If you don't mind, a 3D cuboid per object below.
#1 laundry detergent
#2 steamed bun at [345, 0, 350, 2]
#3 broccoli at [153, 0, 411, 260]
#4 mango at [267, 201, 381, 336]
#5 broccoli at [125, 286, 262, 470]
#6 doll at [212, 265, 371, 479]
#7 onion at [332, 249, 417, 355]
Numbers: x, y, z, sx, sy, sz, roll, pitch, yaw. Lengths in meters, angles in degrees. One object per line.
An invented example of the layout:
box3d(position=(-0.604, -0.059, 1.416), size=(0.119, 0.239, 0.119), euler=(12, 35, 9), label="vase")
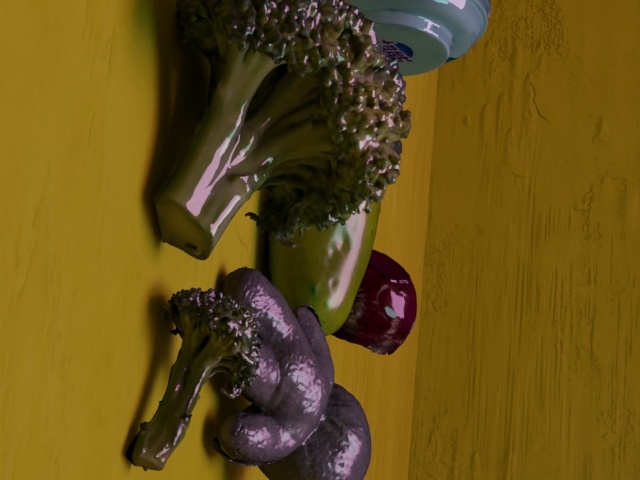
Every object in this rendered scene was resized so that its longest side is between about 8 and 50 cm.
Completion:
box3d(position=(0.109, -0.413, 1.857), size=(0.287, 0.287, 0.305), euler=(59, 35, -70), label="laundry detergent")
box3d(position=(-0.016, -0.379, 1.645), size=(0.231, 0.110, 0.212), euler=(-48, -143, 27), label="steamed bun")
box3d(position=(-0.031, -0.126, 1.323), size=(0.375, 0.249, 0.302), euler=(85, 9, -57), label="broccoli")
box3d(position=(0.001, -0.002, 1.762), size=(0.185, 0.149, 0.273), euler=(51, 48, -83), label="mango")
box3d(position=(-0.130, 0.141, 1.283), size=(0.122, 0.118, 0.204), euler=(114, 1, -59), label="broccoli")
box3d(position=(-0.059, 0.191, 1.591), size=(0.340, 0.158, 0.246), euler=(51, 40, -29), label="doll")
box3d(position=(0.034, 0.081, 1.917), size=(0.218, 0.195, 0.140), euler=(12, 111, -39), label="onion")
